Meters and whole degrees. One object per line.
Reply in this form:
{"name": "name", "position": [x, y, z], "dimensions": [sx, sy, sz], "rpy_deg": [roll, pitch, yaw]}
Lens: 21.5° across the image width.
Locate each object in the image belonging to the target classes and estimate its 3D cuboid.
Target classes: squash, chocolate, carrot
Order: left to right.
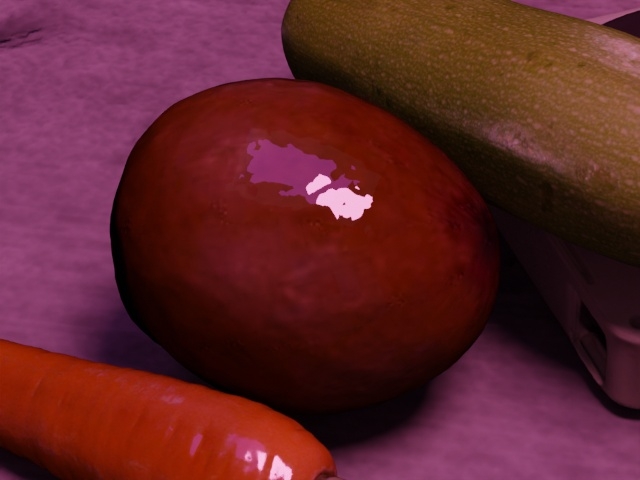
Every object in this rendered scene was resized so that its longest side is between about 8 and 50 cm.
{"name": "carrot", "position": [-0.119, 0.080, 0.764], "dimensions": [0.336, 0.069, 0.069], "rpy_deg": [15, 43, 27]}
{"name": "chocolate", "position": [0.000, 0.000, 0.760], "dimensions": [0.176, 0.177, 0.177], "rpy_deg": [-2, 40, 2]}
{"name": "squash", "position": [0.095, -0.062, 0.794], "dimensions": [0.101, 0.101, 0.378], "rpy_deg": [-26, 35, -25]}

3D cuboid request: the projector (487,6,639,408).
{"name": "projector", "position": [0.219, -0.047, 0.875], "dimensions": [0.259, 0.079, 0.257], "rpy_deg": [-14, 41, -11]}
